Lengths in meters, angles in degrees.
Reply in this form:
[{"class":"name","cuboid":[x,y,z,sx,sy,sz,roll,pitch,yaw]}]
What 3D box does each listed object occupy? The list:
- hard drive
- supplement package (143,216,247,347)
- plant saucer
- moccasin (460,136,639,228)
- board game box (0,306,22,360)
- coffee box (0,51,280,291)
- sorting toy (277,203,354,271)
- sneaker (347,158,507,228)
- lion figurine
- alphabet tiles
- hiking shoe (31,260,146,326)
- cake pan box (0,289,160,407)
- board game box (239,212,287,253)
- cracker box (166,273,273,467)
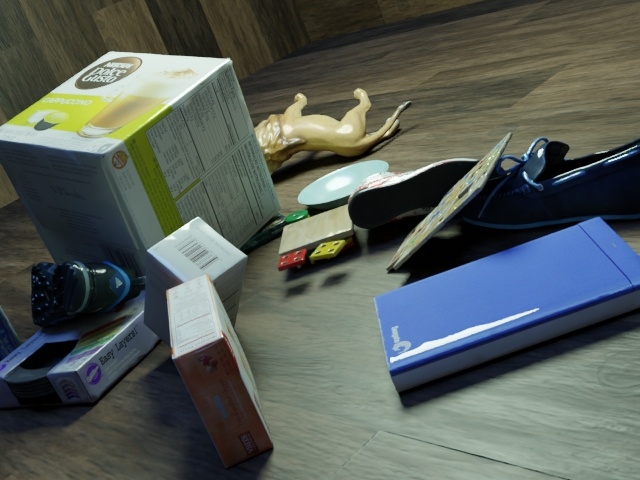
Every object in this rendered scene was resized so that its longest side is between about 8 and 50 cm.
[{"class":"hard drive","cuboid":[0.229,0.072,1.081,0.318,0.040,0.210,-20,20,6]},{"class":"supplement package","cuboid":[-0.188,0.076,1.290,0.105,0.179,0.105,37,51,19]},{"class":"plant saucer","cuboid":[0.050,-0.103,1.745,0.195,0.037,0.195,-19,20,7]},{"class":"moccasin","cuboid":[0.352,-0.098,1.278,0.342,0.117,0.138,-7,25,39]},{"class":"board game box","cuboid":[-0.605,0.133,1.593,0.035,0.201,0.136,-28,20,-15]},{"class":"coffee box","cuboid":[-0.334,-0.127,1.634,0.337,0.338,0.334,12,45,36]},{"class":"sorting toy","cuboid":[0.000,0.000,1.514,0.132,0.046,0.274,-19,19,9]},{"class":"sneaker","cuboid":[0.179,-0.091,1.492,0.270,0.090,0.145,-13,12,8]},{"class":"lion figurine","cuboid":[0.002,-0.247,2.038,0.392,0.142,0.240,-6,32,30]},{"class":"alphabet tiles","cuboid":[0.188,-0.049,1.316,0.237,0.009,0.198,-46,3,37]},{"class":"hiking shoe","cuboid":[-0.408,0.092,1.484,0.132,0.113,0.304,2,-3,-33]},{"class":"cake pan box","cuboid":[-0.395,0.180,1.446,0.245,0.070,0.267,-11,22,35]},{"class":"board game box","cuboid":[-0.141,-0.024,1.765,0.126,0.026,0.186,-28,20,-14]},{"class":"cracker box","cuboid":[-0.130,0.153,1.087,0.067,0.156,0.232,-23,20,-4]}]
